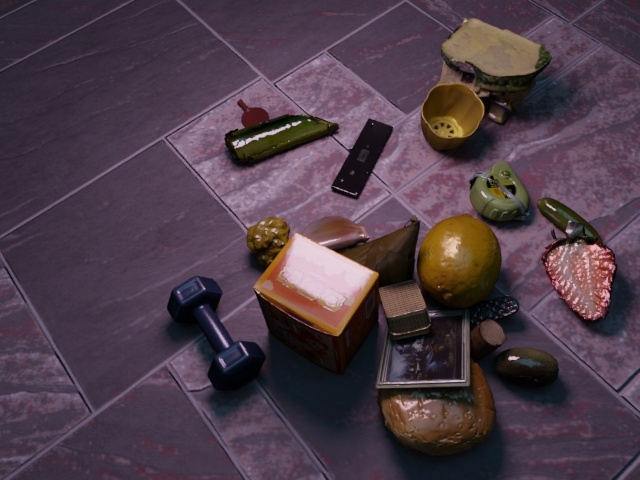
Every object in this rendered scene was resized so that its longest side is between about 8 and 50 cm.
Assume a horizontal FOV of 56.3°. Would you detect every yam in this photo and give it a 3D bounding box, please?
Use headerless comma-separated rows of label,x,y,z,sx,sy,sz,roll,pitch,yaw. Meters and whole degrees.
yam,0.423,0.265,1.578,0.084,0.127,0.084,9,57,-14

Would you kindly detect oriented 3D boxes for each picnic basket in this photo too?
picnic basket,0.227,0.186,1.618,0.115,0.079,0.164,-14,28,3

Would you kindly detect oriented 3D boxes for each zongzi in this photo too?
zongzi,0.137,0.033,1.647,0.260,0.289,0.123,-2,57,5

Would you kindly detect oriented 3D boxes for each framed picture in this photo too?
framed picture,0.270,0.270,1.548,0.232,0.019,0.296,-6,30,17

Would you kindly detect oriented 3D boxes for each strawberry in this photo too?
strawberry,0.731,0.090,1.675,0.188,0.106,0.286,-14,70,23

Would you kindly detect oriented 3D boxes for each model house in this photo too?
model house,0.536,-0.522,1.951,0.321,0.266,0.261,32,60,20

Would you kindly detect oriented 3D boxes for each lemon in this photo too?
lemon,0.381,0.057,1.647,0.236,0.236,0.263,38,63,24

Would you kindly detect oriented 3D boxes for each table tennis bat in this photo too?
table tennis bat,-0.248,-0.452,2.132,0.098,0.019,0.155,-35,65,-14

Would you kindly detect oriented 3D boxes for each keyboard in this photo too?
keyboard,0.137,-0.277,1.988,0.106,0.027,0.317,22,64,13

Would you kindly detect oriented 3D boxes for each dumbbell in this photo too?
dumbbell,-0.290,0.251,1.643,0.144,0.160,0.325,-47,62,14

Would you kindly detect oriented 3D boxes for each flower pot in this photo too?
flower pot,0.412,-0.382,1.925,0.195,0.179,0.195,-1,77,3

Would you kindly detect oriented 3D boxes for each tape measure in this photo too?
tape measure,0.542,-0.138,1.824,0.175,0.106,0.200,-13,60,-19

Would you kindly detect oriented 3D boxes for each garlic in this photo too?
garlic,-0.004,0.002,1.759,0.266,0.148,0.128,-24,80,-15

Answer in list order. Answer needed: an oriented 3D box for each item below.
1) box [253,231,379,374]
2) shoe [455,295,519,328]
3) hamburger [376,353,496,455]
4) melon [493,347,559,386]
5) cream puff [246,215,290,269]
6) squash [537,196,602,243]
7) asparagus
box,-0.004,0.174,1.580,0.259,0.283,0.214,26,63,19
shoe,0.463,0.201,1.658,0.179,0.049,0.071,-19,68,20
hamburger,0.289,0.406,1.500,0.283,0.144,0.259,-16,60,0
melon,0.532,0.327,1.549,0.162,0.099,0.099,4,60,14
cream puff,-0.150,0.009,1.779,0.146,0.146,0.116,-18,60,-5
squash,0.750,-0.046,1.772,0.066,0.066,0.252,-36,64,-15
asparagus,-0.131,-0.364,2.020,0.382,0.108,0.128,-21,58,-10
